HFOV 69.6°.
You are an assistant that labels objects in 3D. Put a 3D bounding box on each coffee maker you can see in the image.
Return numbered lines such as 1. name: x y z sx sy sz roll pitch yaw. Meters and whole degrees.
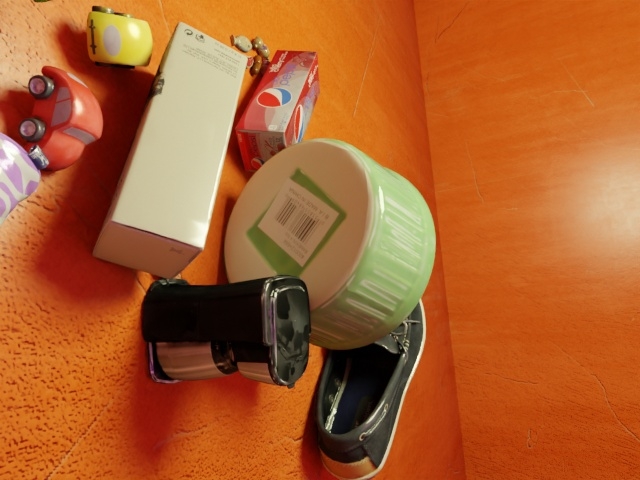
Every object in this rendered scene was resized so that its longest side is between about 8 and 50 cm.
1. coffee maker: -0.112 0.085 0.542 0.120 0.178 0.171 -43 121 -61

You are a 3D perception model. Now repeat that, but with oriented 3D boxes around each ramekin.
1. ramekin: 0.000 0.000 0.682 0.148 0.303 0.304 29 57 -51

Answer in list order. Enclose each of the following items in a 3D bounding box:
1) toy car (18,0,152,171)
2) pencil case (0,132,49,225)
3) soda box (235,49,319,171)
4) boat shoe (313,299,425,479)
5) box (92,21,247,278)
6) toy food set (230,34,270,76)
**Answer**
1. toy car: -0.229 -0.212 0.431 0.225 0.053 0.239 92 7 -53
2. pencil case: -0.283 0.007 0.323 0.088 0.086 0.206 95 7 -54
3. soda box: -0.067 -0.237 0.822 0.092 0.083 0.264 85 14 -48
4. boat shoe: 0.108 0.230 0.970 0.500 0.186 0.156 -66 146 -41
5. box: -0.167 -0.106 0.533 0.094 0.113 0.275 21 58 -26
6. toy food set: -0.116 -0.337 0.847 0.122 0.019 0.078 -42 121 -61
